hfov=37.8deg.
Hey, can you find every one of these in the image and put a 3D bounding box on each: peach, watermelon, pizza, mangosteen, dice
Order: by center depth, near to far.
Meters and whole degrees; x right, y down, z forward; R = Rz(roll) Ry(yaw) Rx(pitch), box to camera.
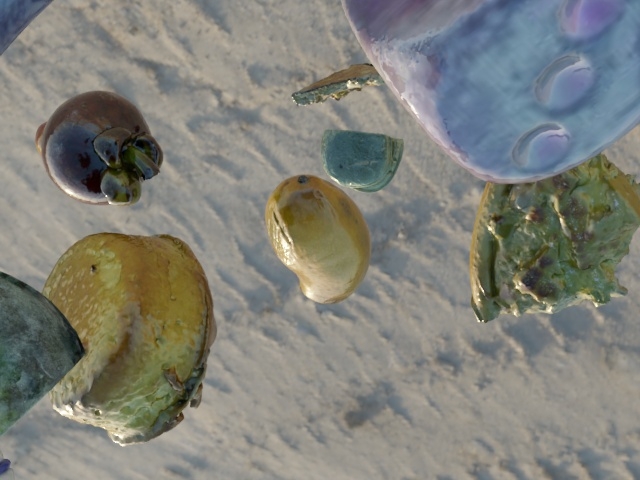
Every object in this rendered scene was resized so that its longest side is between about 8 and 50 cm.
[{"bbox_3d":[0.201,-0.244,0.992,0.270,0.270,0.271,-37,135,19],"label":"dice"},{"bbox_3d":[-0.452,0.159,1.215,0.320,0.290,0.213,52,126,31],"label":"watermelon"},{"bbox_3d":[0.311,-0.005,1.219,0.223,0.089,0.323,19,119,11],"label":"pizza"},{"bbox_3d":[-0.392,-0.157,1.729,0.258,0.215,0.215,32,148,35],"label":"mangosteen"},{"bbox_3d":[0.037,-0.305,1.872,0.195,0.185,0.052,-19,107,-7],"label":"pizza"},{"bbox_3d":[-0.529,-0.197,1.895,0.101,0.100,0.100,14,139,12],"label":"peach"}]

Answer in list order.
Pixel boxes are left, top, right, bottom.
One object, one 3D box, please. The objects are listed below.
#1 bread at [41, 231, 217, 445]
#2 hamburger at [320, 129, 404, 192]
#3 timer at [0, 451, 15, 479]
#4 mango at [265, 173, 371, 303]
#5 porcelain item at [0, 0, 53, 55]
[{"bbox_3d":[-0.337,0.157,1.576,0.204,0.358,0.336,15,121,-41],"label":"bread"},{"bbox_3d":[0.058,-0.113,1.355,0.121,0.084,0.054,5,173,21],"label":"hamburger"},{"bbox_3d":[-0.246,0.270,0.677,0.270,0.270,0.383,-25,97,42],"label":"timer"},{"bbox_3d":[0.004,0.000,1.824,0.187,0.144,0.359,-16,140,12],"label":"mango"},{"bbox_3d":[-0.289,-0.189,0.721,0.141,0.259,0.141,53,175,7],"label":"porcelain item"}]
